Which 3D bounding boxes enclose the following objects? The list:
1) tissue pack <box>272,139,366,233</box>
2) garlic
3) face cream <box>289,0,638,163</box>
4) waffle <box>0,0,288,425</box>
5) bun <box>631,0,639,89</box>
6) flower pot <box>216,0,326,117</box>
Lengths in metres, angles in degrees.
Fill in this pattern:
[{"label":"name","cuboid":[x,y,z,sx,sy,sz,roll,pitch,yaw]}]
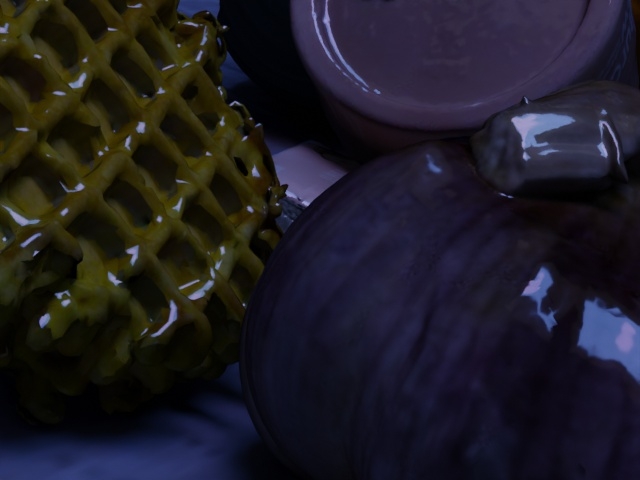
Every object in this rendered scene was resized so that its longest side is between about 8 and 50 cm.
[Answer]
[{"label":"tissue pack","cuboid":[0.000,0.000,0.714,0.074,0.059,0.094,25,19,14]},{"label":"garlic","cuboid":[0.092,0.032,0.536,0.245,0.161,0.245,15,8,-2]},{"label":"face cream","cuboid":[0.068,-0.091,0.765,0.149,0.149,0.104,24,-16,22]},{"label":"waffle","cuboid":[-0.089,-0.032,0.589,0.197,0.070,0.193,0,66,-55]},{"label":"bun","cuboid":[0.204,-0.111,0.985,0.299,0.164,0.299,53,-6,8]},{"label":"flower pot","cuboid":[0.027,-0.167,1.019,0.157,0.189,0.243,8,13,9]}]
